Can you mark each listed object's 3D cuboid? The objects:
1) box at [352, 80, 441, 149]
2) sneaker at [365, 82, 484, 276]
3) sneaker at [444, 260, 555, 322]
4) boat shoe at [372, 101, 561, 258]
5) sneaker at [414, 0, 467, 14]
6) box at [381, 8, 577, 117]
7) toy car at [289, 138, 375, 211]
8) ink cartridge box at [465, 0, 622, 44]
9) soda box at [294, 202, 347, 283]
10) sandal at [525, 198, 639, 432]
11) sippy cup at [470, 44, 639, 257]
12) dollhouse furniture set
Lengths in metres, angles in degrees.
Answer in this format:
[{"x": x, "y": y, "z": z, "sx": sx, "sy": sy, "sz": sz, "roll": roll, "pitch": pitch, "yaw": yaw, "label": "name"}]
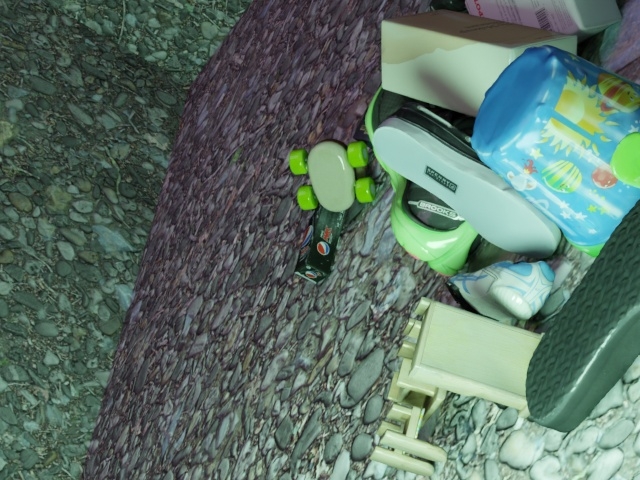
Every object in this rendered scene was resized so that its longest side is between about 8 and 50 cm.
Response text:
[{"x": 0.166, "y": -0.267, "z": 2.205, "sx": 0.183, "sy": 0.059, "sz": 0.232, "roll": -62, "pitch": 21, "yaw": -2, "label": "box"}, {"x": 0.208, "y": -0.139, "z": 1.817, "sx": 0.202, "sy": 0.185, "sz": 0.483, "roll": -41, "pitch": 35, "yaw": 22, "label": "sneaker"}, {"x": 0.253, "y": 0.069, "z": 1.544, "sx": 0.086, "sy": 0.085, "sz": 0.237, "roll": -39, "pitch": 10, "yaw": -17, "label": "sneaker"}, {"x": 0.223, "y": -0.094, "z": 1.565, "sx": 0.105, "sy": 0.306, "sz": 0.113, "roll": -45, "pitch": -22, "yaw": -32, "label": "boat shoe"}, {"x": 0.241, "y": -0.458, "z": 2.264, "sx": 0.132, "sy": 0.086, "sz": 0.229, "roll": -62, "pitch": 9, "yaw": 12, "label": "sneaker"}, {"x": 0.244, "y": -0.278, "z": 1.724, "sx": 0.311, "sy": 0.148, "sz": 0.121, "roll": 26, "pitch": 125, "yaw": 50, "label": "box"}, {"x": 0.045, "y": -0.153, "z": 2.252, "sx": 0.155, "sy": 0.149, "sz": 0.188, "roll": -6, "pitch": 19, "yaw": 21, "label": "toy car"}, {"x": 0.349, "y": -0.373, "z": 1.741, "sx": 0.219, "sy": 0.092, "sz": 0.160, "roll": -26, "pitch": 82, "yaw": 58, "label": "ink cartridge box"}, {"x": 0.000, "y": 0.000, "z": 2.258, "sx": 0.053, "sy": 0.060, "sz": 0.169, "roll": -35, "pitch": 32, "yaw": 52, "label": "soda box"}, {"x": 0.379, "y": 0.056, "z": 1.230, "sx": 0.168, "sy": 0.107, "sz": 0.446, "roll": -85, "pitch": 18, "yaw": -46, "label": "sandal"}, {"x": 0.325, "y": -0.127, "z": 1.393, "sx": 0.305, "sy": 0.224, "sz": 0.240, "roll": -30, "pitch": 37, "yaw": 54, "label": "sippy cup"}, {"x": 0.189, "y": 0.196, "z": 1.496, "sx": 0.242, "sy": 0.160, "sz": 0.212, "roll": 108, "pitch": 179, "yaw": -62, "label": "dollhouse furniture set"}]
